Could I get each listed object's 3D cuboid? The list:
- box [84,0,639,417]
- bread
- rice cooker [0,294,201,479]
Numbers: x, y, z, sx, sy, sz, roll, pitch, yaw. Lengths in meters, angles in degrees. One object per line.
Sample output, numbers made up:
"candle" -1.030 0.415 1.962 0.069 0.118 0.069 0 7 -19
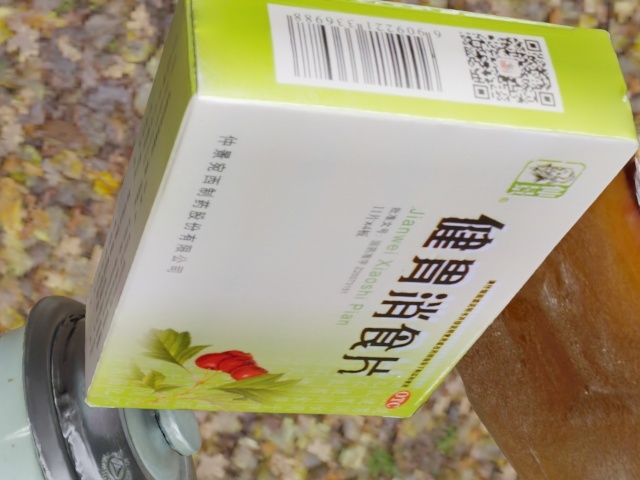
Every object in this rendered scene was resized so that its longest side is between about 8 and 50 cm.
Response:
"box" -0.001 -0.001 0.588 0.175 0.260 0.062 4 57 -18
"bread" 0.230 0.073 1.019 0.143 0.333 0.323 -31 97 -25
"rice cooker" -0.238 0.198 1.077 0.317 0.264 0.316 -2 120 -3
